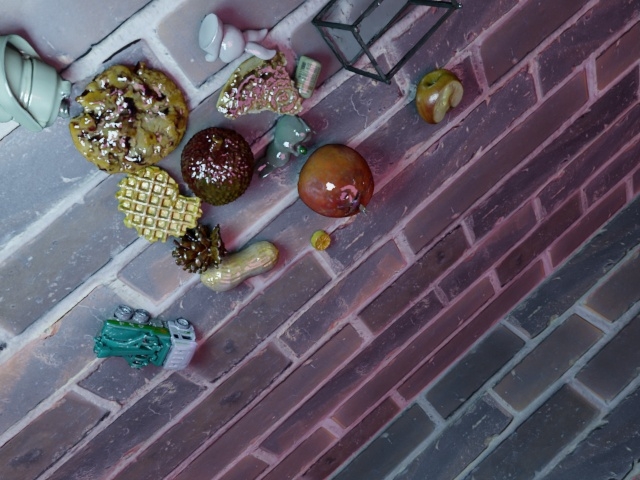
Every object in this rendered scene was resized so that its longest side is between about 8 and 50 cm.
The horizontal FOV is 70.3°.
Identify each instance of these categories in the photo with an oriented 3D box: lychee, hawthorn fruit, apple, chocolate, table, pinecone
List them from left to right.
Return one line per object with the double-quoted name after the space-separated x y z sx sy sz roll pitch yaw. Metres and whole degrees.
-0.410 0.025 1.544 0.195 0.179 0.150 -25 130 10 "pinecone"
-0.320 -0.224 1.420 0.235 0.236 0.271 -22 149 -19 "lychee"
-0.294 0.098 1.688 0.309 0.134 0.134 -22 127 -22 "chocolate"
0.080 -0.191 1.640 0.276 0.307 0.276 -27 140 -25 "hawthorn fruit"
0.204 -0.710 1.419 0.335 0.272 0.222 -47 131 1 "table"
0.448 -0.550 1.738 0.195 0.160 0.173 -43 127 0 "apple"

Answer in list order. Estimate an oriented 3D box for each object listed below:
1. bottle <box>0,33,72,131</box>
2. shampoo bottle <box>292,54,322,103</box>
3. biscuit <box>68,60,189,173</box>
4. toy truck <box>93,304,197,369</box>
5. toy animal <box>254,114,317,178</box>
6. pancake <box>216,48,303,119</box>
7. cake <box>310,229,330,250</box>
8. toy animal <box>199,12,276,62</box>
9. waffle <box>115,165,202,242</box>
-0.768 -0.373 1.062 0.351 0.229 0.229 10 112 -41 "bottle"
-0.053 -0.519 1.501 0.079 0.079 0.162 8 113 -35 "shampoo bottle"
-0.528 -0.337 1.286 0.334 0.081 0.289 -41 136 -19 "biscuit"
-0.622 0.363 1.616 0.363 0.178 0.177 18 106 -41 "toy truck"
-0.132 -0.317 1.567 0.251 0.127 0.125 -45 144 18 "toy animal"
-0.174 -0.466 1.451 0.244 0.057 0.266 31 101 -27 "pancake"
0.000 0.000 1.865 0.084 0.044 0.084 -16 125 -24 "cake"
-0.249 -0.574 1.339 0.220 0.104 0.131 -1 148 -47 "toy animal"
-0.510 -0.121 1.437 0.249 0.056 0.253 -19 109 -9 "waffle"
